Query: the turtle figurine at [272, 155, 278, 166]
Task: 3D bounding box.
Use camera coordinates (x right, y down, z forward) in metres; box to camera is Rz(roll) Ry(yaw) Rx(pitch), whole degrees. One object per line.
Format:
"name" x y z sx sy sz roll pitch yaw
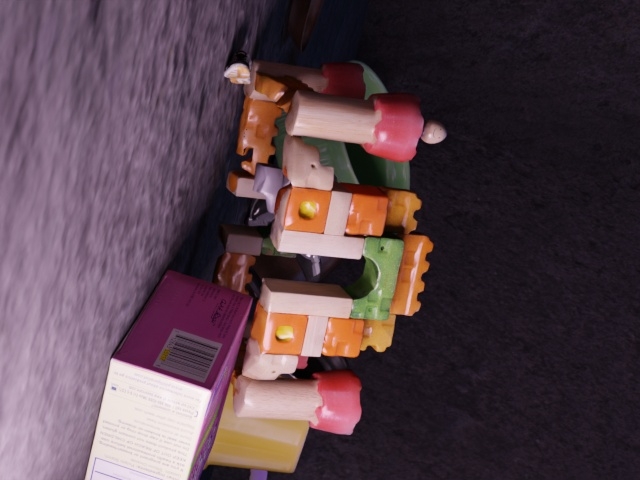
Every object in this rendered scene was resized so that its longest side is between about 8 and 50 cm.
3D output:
"turtle figurine" -0.058 -0.154 2.290 0.217 0.087 0.270 142 -42 -79

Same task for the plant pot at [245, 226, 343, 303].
"plant pot" -0.068 0.036 2.441 0.230 0.215 0.215 -55 169 -32

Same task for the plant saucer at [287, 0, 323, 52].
"plant saucer" -0.016 -0.407 1.815 0.198 0.036 0.199 18 90 -88

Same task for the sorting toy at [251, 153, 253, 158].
"sorting toy" -0.107 -0.153 1.937 0.062 0.012 0.083 105 4 -56

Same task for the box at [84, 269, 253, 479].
"box" -0.183 0.199 1.332 0.213 0.117 0.243 -69 177 -63

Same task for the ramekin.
"ramekin" 0.038 -0.169 2.067 0.303 0.148 0.304 38 45 -52

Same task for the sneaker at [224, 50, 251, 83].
"sneaker" -0.099 -0.213 1.341 0.083 0.031 0.037 179 -85 -87

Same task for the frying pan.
"frying pan" -0.078 0.170 2.023 0.053 0.326 0.197 -52 178 25

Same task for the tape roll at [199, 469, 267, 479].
"tape roll" -0.197 0.445 2.199 0.080 0.188 0.189 -105 -148 -84

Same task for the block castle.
"block castle" 0.000 0.000 1.474 0.303 0.212 0.454 -134 -127 -65

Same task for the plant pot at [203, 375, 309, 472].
"plant pot" -0.137 0.313 2.041 0.254 0.238 0.254 18 90 -89

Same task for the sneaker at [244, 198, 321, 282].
"sneaker" -0.077 -0.020 2.129 0.086 0.132 0.229 -117 -165 -78
